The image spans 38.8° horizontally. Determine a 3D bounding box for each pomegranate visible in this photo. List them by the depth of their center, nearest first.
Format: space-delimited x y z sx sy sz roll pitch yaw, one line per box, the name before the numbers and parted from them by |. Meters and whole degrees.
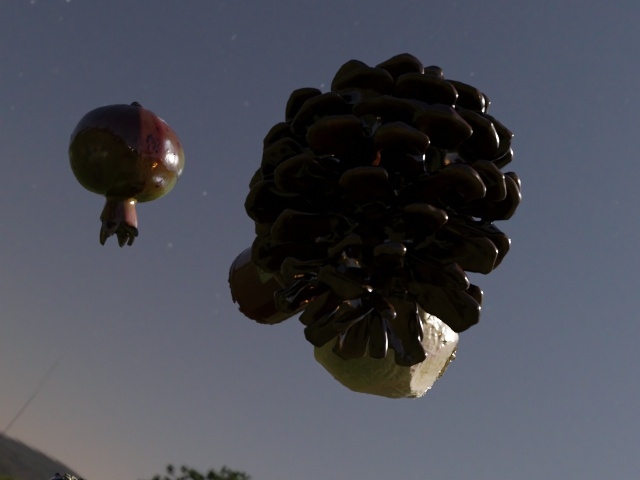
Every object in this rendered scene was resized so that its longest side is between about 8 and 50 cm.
pomegranate | -0.228 -0.081 1.021 0.129 0.159 0.129 19 -28 10

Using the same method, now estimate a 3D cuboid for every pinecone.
pinecone | 0.034 -0.008 0.514 0.163 0.165 0.163 4 -47 5

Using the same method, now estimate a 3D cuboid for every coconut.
coconut | 0.079 0.117 1.186 0.194 0.194 0.194 28 -27 15

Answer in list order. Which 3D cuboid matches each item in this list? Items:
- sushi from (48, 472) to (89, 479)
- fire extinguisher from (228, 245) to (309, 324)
sushi | -0.269 0.270 0.942 0.046 0.044 0.083 23 3 -12
fire extinguisher | 0.000 0.000 0.989 0.147 0.106 0.337 7 -24 -31
